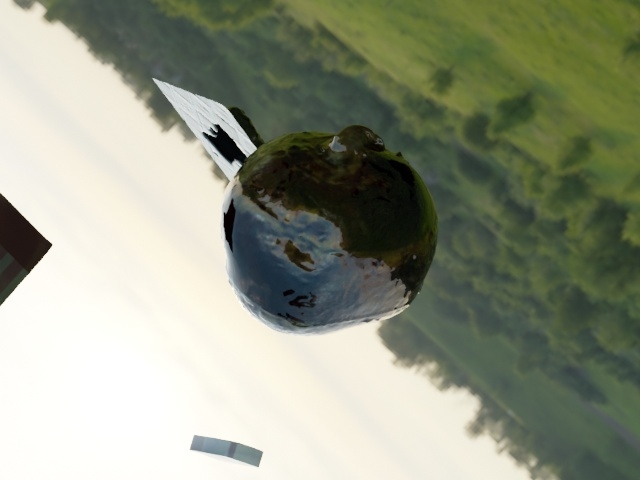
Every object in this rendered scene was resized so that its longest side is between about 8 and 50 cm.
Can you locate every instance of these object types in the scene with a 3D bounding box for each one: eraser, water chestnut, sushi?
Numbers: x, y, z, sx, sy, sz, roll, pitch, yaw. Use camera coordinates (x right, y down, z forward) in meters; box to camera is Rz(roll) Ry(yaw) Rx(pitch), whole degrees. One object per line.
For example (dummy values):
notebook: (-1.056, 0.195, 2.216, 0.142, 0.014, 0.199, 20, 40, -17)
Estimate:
eraser: (-0.133, 0.297, 1.719, 0.065, 0.026, 0.105, 30, 160, -36)
water chestnut: (0.000, 0.000, 1.233, 0.224, 0.224, 0.238, 42, 144, 26)
sushi: (-0.109, -0.140, 1.711, 0.219, 0.047, 0.231, 26, 158, 53)

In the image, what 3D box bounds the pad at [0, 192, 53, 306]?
pad: (-0.452, -0.039, 1.339, 0.005, 0.202, 0.300, -26, 113, 43)
